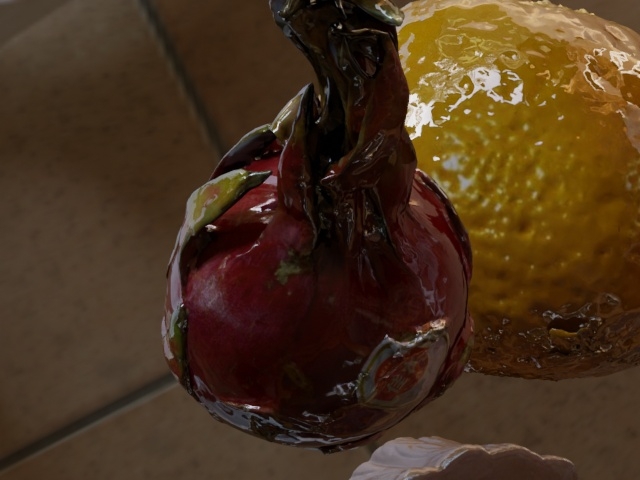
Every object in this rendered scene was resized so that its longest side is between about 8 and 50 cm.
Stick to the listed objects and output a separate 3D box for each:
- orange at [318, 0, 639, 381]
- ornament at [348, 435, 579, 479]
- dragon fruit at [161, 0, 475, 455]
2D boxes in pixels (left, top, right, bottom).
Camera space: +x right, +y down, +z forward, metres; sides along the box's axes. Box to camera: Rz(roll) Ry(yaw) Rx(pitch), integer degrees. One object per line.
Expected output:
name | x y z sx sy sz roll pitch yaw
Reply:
orange | 0.146 -0.044 1.457 0.340 0.340 0.293 7 91 22
ornament | 0.137 0.294 1.955 0.235 0.217 0.221 44 76 -16
dragon fruit | 0.000 0.000 0.519 0.094 0.094 0.190 34 152 14
